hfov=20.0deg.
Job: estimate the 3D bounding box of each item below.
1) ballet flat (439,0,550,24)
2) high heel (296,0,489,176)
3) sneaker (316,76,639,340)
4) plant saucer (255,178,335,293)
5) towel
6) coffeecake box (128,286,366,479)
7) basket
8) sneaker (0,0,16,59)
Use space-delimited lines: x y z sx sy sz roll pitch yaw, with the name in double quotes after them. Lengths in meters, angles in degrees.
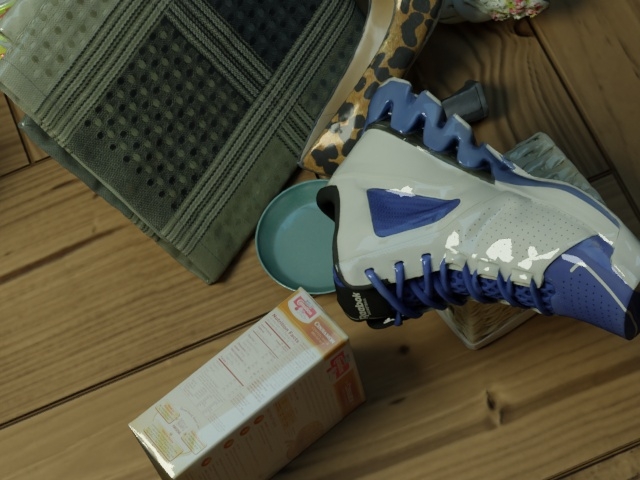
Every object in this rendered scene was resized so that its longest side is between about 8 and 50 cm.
0.113 -0.257 1.765 0.241 0.091 0.077 32 102 26 "ballet flat"
0.027 -0.195 1.681 0.186 0.093 0.261 -24 95 -8 "high heel"
0.114 0.016 1.483 0.315 0.127 0.182 35 78 30 "sneaker"
0.000 0.000 1.672 0.119 0.021 0.119 -3 62 7 "plant saucer"
-0.120 -0.170 1.650 0.056 0.312 0.324 8 59 51 "towel"
-0.058 0.145 1.538 0.185 0.142 0.068 -38 64 -11 "coffeecake box"
0.166 -0.003 1.602 0.167 0.103 0.113 -33 63 -9 "basket"
-0.299 -0.200 1.797 0.208 0.081 0.094 -14 69 9 "sneaker"
